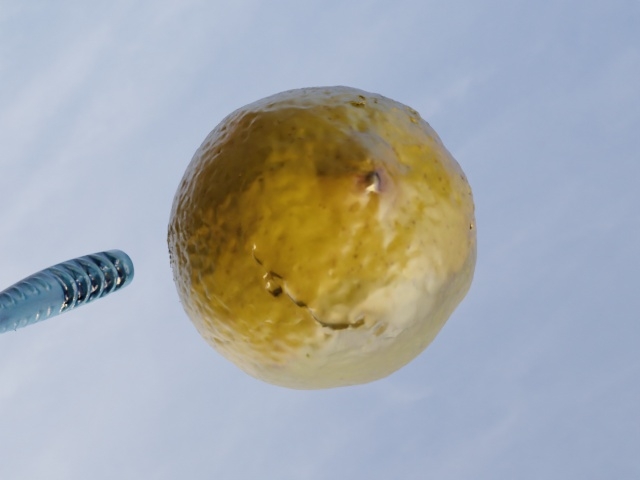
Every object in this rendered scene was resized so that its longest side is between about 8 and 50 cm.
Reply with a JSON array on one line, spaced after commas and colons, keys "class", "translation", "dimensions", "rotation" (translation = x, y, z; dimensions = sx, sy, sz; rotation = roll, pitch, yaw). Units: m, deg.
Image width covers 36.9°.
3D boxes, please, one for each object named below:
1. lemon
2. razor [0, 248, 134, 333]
[{"class": "lemon", "translation": [0.000, 0.000, 0.841], "dimensions": [0.293, 0.293, 0.293], "rotation": [-16, -116, 35]}, {"class": "razor", "translation": [-0.234, 0.055, 0.662], "dimensions": [0.042, 0.253, 0.081], "rotation": [3, -73, 41]}]
